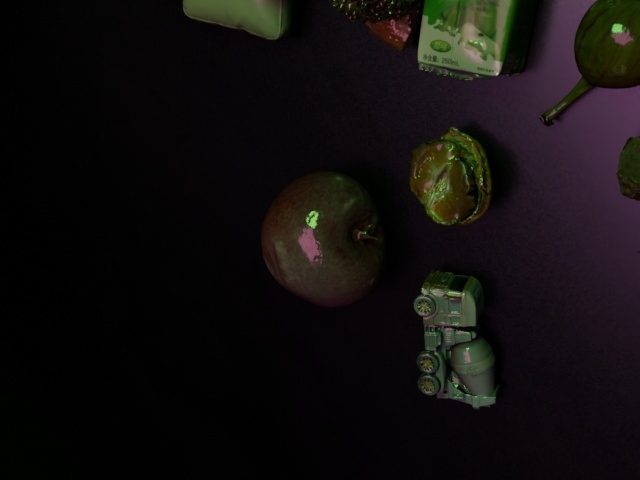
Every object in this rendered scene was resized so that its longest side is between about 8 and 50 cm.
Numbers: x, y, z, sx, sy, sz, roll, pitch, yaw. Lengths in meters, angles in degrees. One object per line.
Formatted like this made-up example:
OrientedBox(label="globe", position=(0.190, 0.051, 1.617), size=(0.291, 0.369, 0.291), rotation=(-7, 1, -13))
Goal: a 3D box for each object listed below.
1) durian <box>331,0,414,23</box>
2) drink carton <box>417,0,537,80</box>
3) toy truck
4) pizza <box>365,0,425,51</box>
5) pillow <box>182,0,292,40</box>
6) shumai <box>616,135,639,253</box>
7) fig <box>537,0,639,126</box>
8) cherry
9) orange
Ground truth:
OrientedBox(label="durian", position=(0.073, -0.436, 1.162), size=(0.196, 0.167, 0.196), rotation=(6, 108, 17))
OrientedBox(label="drink carton", position=(0.257, -0.394, 1.169), size=(0.161, 0.108, 0.271), rotation=(19, 117, 30))
OrientedBox(label="toy truck", position=(0.256, 0.188, 1.379), size=(0.140, 0.108, 0.257), rotation=(2, 109, 23))
OrientedBox(label="pizza", position=(0.145, -0.436, 1.267), size=(0.154, 0.069, 0.194), rotation=(50, 121, 12))
OrientedBox(label="pillow", position=(-0.146, -0.558, 1.404), size=(0.255, 0.120, 0.322), rotation=(20, 113, 27))
OrientedBox(label="shumai", position=(0.526, -0.058, 1.077), size=(0.206, 0.166, 0.176), rotation=(23, 141, 30))
OrientedBox(label="fig", position=(0.425, -0.249, 1.097), size=(0.151, 0.151, 0.259), rotation=(42, 150, 18))
OrientedBox(label="cherry", position=(0.000, 0.000, 1.433), size=(0.307, 0.221, 0.261), rotation=(-6, 100, 56))
OrientedBox(label="orange", position=(0.234, -0.105, 1.286), size=(0.160, 0.112, 0.170), rotation=(6, 86, 47))
